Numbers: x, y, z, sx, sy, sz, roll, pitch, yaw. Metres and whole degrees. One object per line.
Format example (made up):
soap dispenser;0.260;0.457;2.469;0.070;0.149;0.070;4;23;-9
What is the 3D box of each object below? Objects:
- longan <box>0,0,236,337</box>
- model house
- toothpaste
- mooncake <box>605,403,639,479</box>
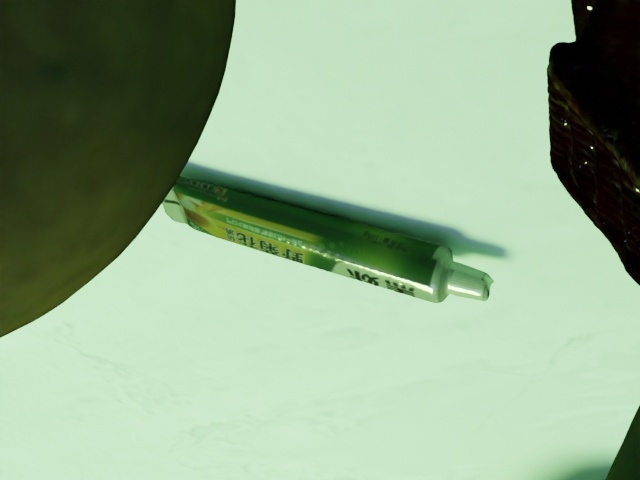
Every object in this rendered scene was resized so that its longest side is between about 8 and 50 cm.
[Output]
longan;-0.181;-0.089;0.657;0.297;0.297;0.297;18;152;10
model house;0.126;-0.068;0.617;0.106;0.152;0.165;7;150;17
toothpaste;0.000;0.000;0.960;0.204;0.031;0.049;16;152;19
mooncake;0.241;0.169;0.775;0.187;0.351;0.351;23;155;26
